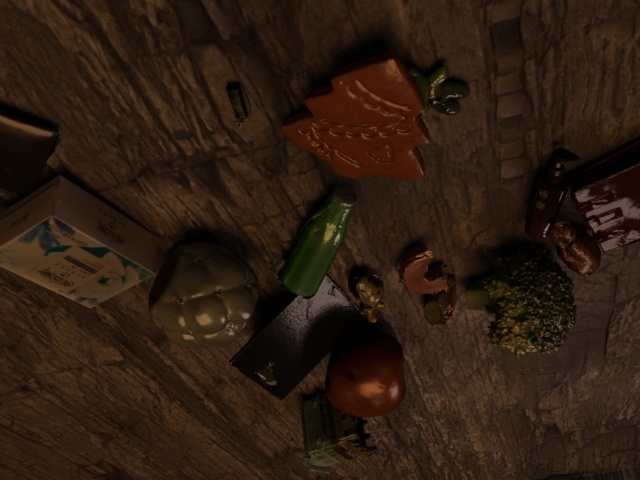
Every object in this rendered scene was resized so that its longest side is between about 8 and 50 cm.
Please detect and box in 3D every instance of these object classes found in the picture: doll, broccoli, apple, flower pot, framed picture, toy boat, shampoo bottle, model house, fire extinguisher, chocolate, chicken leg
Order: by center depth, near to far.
[{"bbox_3d":[0.198,-0.257,1.060,0.150,0.078,0.115,0,151,-22],"label":"doll"},{"bbox_3d":[-0.145,-0.245,1.074,0.038,0.025,0.083,-25,140,-12],"label":"fire extinguisher"},{"bbox_3d":[0.486,-0.097,1.260,0.068,0.067,0.236,10,143,15],"label":"shampoo bottle"},{"bbox_3d":[0.000,0.000,1.315,0.110,0.110,0.291,12,134,-18],"label":"chocolate"},{"bbox_3d":[-0.264,0.121,1.326,0.195,0.246,0.246,30,129,-24],"label":"flower pot"},{"bbox_3d":[0.570,0.008,1.338,0.087,0.107,0.251,-46,145,14],"label":"chicken leg"},{"bbox_3d":[0.495,0.156,1.443,0.259,0.235,0.288,-9,102,3],"label":"broccoli"},{"bbox_3d":[0.122,0.137,1.491,0.088,0.102,0.179,17,155,39],"label":"doll"},{"bbox_3d":[-0.050,0.250,1.530,0.324,0.013,0.244,-44,132,-4],"label":"framed picture"},{"bbox_3d":[0.313,0.169,1.554,0.089,0.071,0.185,33,145,23],"label":"toy boat"},{"bbox_3d":[0.119,0.365,1.635,0.253,0.254,0.254,-2,139,-2],"label":"apple"},{"bbox_3d":[0.041,0.599,1.911,0.215,0.224,0.198,-22,138,14],"label":"model house"}]

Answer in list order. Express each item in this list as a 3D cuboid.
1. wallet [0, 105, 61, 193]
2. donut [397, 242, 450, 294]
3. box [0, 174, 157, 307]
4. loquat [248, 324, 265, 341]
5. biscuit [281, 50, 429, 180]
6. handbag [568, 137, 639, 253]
[{"bbox_3d":[-0.677,-0.201,1.060,0.377,0.051,0.197,21,132,-28],"label":"wallet"},{"bbox_3d":[0.241,0.074,1.439,0.117,0.065,0.166,-22,135,17],"label":"donut"},{"bbox_3d":[-0.513,0.013,1.248,0.203,0.116,0.274,-24,142,20],"label":"box"},{"bbox_3d":[-0.125,0.287,1.602,0.141,0.141,0.141,-2,139,-2],"label":"loquat"},{"bbox_3d":[0.078,-0.209,1.051,0.283,0.043,0.306,17,148,-3],"label":"biscuit"},{"bbox_3d":[0.688,-0.105,1.261,0.275,0.084,0.260,-28,134,26],"label":"handbag"}]
